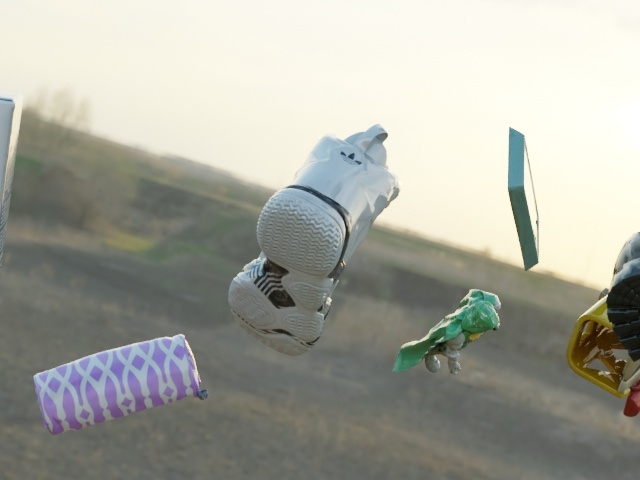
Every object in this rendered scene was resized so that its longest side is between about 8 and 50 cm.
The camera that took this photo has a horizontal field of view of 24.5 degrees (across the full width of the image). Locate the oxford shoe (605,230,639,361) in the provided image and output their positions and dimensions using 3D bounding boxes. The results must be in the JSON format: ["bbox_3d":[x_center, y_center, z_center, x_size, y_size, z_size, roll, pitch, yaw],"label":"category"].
[{"bbox_3d":[0.273,0.087,1.076,0.083,0.227,0.096,-13,29,20],"label":"oxford shoe"}]

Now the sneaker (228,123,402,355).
[{"bbox_3d":[0.000,0.000,1.926,0.137,0.210,0.366,33,-32,8],"label":"sneaker"}]

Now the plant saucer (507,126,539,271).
[{"bbox_3d":[0.198,-0.037,1.431,0.018,0.067,0.192,-2,-25,13],"label":"plant saucer"}]

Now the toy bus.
[{"bbox_3d":[0.380,0.100,1.790,0.104,0.191,0.202,30,-9,25],"label":"toy bus"}]

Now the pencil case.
[{"bbox_3d":[-0.247,0.176,1.806,0.206,0.086,0.088,-13,-18,-6],"label":"pencil case"}]

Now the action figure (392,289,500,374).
[{"bbox_3d":[0.162,0.104,1.698,0.063,0.137,0.232,45,-13,3],"label":"action figure"}]

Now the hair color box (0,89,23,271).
[{"bbox_3d":[-0.412,0.011,1.497,0.174,0.347,0.105,9,9,-8],"label":"hair color box"}]
